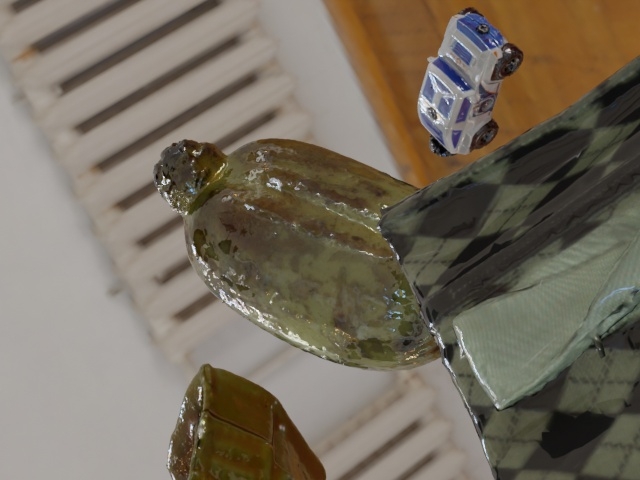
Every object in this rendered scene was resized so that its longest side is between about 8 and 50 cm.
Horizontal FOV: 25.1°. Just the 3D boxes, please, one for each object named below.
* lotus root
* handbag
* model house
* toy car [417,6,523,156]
[{"bbox_3d":[0.000,0.000,1.211,0.309,0.173,0.173,25,149,17],"label":"lotus root"},{"bbox_3d":[0.207,0.088,0.737,0.180,0.317,0.416,43,-157,-46],"label":"handbag"},{"bbox_3d":[-0.091,0.307,1.597,0.268,0.173,0.239,54,-164,-28],"label":"model house"},{"bbox_3d":[0.148,-0.157,1.509,0.080,0.070,0.170,49,146,28],"label":"toy car"}]
